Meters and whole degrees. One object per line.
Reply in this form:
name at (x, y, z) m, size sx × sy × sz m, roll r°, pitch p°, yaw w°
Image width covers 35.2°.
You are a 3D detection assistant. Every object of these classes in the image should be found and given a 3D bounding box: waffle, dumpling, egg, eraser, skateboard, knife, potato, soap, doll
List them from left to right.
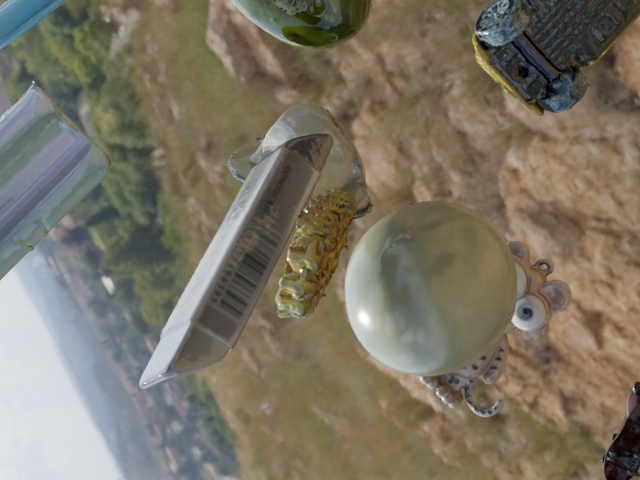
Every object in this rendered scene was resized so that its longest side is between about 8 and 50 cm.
soap at (-0.314, -0.001, 0.870) m, size 0.095 × 0.289 × 0.173 m, roll 45°, pitch 175°, yaw -16°
knife at (-0.313, -0.297, 1.174) m, size 0.064 × 0.222 × 0.031 m, roll 58°, pitch -168°, yaw 25°
eraser at (-0.083, 0.014, 1.085) m, size 0.061 × 0.351 × 0.089 m, roll 35°, pitch 149°, yaw -16°
potato at (-0.039, -0.349, 1.229) m, size 0.253 × 0.186 × 0.148 m, roll 54°, pitch -170°, yaw -19°
dumpling at (-0.032, -0.097, 1.303) m, size 0.247 × 0.173 × 0.142 m, roll -128°, pitch 32°, yaw -54°
waffle at (0.000, 0.000, 0.960) m, size 0.046 × 0.160 × 0.192 m, roll 21°, pitch 163°, yaw 6°
egg at (0.142, 0.059, 1.293) m, size 0.269 × 0.219 × 0.219 m, roll -60°, pitch -50°, yaw -65°
doll at (0.265, 0.137, 1.556) m, size 0.154 × 0.278 × 0.119 m, roll 33°, pitch -166°, yaw 18°
skateboard at (0.439, 0.271, 1.423) m, size 0.067 × 0.151 × 0.080 m, roll 26°, pitch -178°, yaw 5°

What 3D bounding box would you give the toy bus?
toy bus at (0.279, -0.280, 0.961) m, size 0.121 × 0.335 × 0.123 m, roll 40°, pitch -173°, yaw -25°
